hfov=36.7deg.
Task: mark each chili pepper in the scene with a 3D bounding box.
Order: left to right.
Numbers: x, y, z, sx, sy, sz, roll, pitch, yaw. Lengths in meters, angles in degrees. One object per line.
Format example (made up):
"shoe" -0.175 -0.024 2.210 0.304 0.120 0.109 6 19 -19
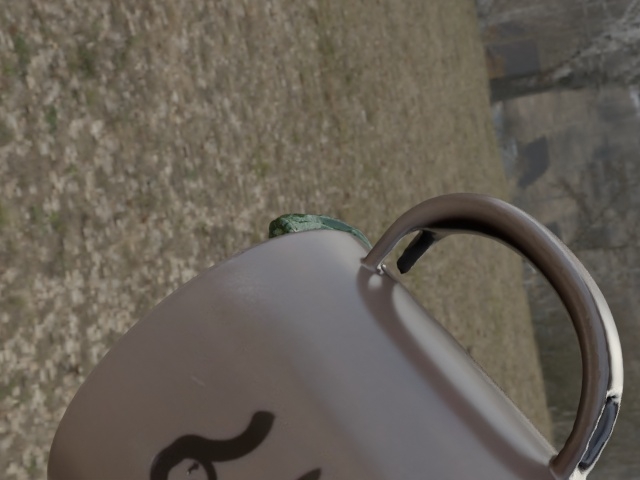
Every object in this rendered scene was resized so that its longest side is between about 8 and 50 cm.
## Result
"chili pepper" -0.002 -0.003 0.909 0.118 0.035 0.055 18 39 -33

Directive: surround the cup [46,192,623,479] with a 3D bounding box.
"cup" 0.034 0.107 0.421 0.200 0.253 0.191 44 11 28
